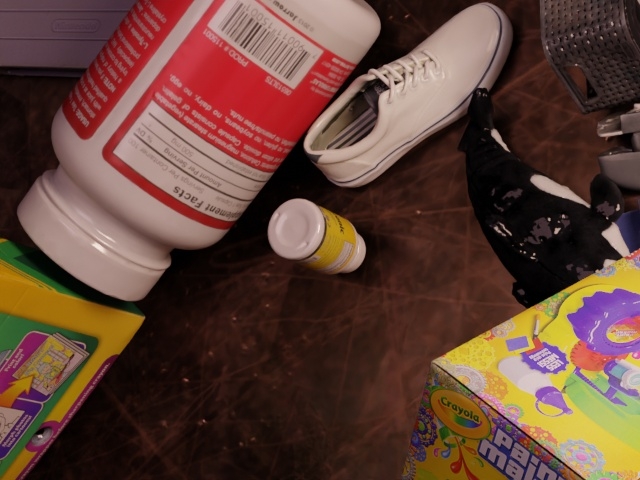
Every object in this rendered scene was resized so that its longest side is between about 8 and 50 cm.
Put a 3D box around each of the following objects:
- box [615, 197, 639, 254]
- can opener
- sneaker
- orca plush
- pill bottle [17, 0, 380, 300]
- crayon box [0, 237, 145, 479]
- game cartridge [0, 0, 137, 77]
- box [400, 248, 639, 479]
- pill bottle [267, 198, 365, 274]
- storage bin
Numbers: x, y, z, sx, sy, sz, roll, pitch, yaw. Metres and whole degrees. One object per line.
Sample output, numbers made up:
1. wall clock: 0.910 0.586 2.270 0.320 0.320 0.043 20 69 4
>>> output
1. box: 0.382 0.006 1.379 0.225 0.036 0.136 -18 69 26
2. can opener: 0.398 -0.106 1.392 0.283 0.076 0.095 -5 107 28
3. sneaker: 0.091 -0.153 1.553 0.258 0.091 0.094 -44 60 13
4. orca plush: 0.202 -0.031 1.437 0.151 0.102 0.287 -37 62 31
5. pill bottle: -0.141 -0.142 1.599 0.407 0.229 0.229 -51 59 12
6. crayon box: -0.412 0.167 1.626 0.106 0.313 0.363 43 99 31
7. game cartridge: -0.273 -0.312 1.825 0.355 0.068 0.230 6 76 31
8. box: 0.221 0.196 1.210 0.177 0.290 0.279 38 133 32
9. pill bottle: 0.000 0.000 1.550 0.065 0.116 0.065 -8 73 27
10. storage bin: 0.272 -0.228 1.431 0.084 0.122 0.180 -14 54 26
